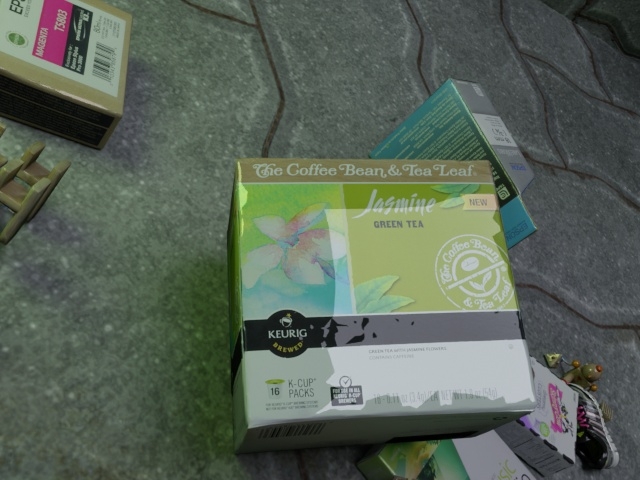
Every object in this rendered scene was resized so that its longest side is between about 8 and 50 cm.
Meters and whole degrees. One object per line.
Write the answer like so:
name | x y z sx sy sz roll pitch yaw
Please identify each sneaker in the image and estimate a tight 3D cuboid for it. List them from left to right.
sneaker | 0.486 0.345 1.340 0.075 0.063 0.170 -3 65 -50

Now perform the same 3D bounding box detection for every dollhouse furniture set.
dollhouse furniture set | -0.449 -0.060 0.827 0.212 0.161 0.242 36 18 -13

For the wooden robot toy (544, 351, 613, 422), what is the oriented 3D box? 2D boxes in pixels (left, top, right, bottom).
wooden robot toy | 0.518 0.275 1.415 0.076 0.079 0.173 -23 74 -49

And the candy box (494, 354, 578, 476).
candy box | 0.354 0.284 1.268 0.196 0.070 0.165 38 40 -10

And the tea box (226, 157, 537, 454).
tea box | 0.052 0.084 0.920 0.329 0.220 0.323 -1 66 -11

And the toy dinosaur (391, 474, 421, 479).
toy dinosaur | 0.110 0.358 0.948 0.183 0.053 0.092 17 70 -10

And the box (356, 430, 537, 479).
box | 0.224 0.381 1.082 0.322 0.058 0.232 48 40 4

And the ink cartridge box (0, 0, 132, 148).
ink cartridge box | -0.386 -0.271 1.063 0.193 0.088 0.234 19 48 -31

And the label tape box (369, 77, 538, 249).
label tape box | 0.266 -0.100 1.381 0.106 0.240 0.333 -3 61 -45
